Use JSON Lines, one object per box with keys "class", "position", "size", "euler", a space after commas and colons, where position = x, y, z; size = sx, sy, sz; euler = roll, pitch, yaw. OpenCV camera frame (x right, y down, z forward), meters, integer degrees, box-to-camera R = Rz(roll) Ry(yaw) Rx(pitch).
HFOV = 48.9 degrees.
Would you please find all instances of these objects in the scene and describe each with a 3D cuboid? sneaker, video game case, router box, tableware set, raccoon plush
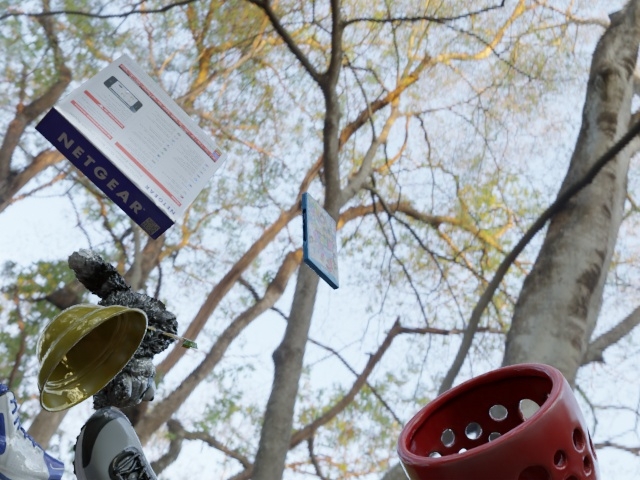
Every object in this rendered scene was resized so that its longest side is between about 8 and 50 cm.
{"class": "sneaker", "position": [-0.245, 0.347, 0.950], "size": [0.108, 0.100, 0.271], "euler": [-9, -77, 32]}
{"class": "video game case", "position": [0.000, 0.000, 1.383], "size": [0.015, 0.166, 0.119], "euler": [-20, -41, 22]}
{"class": "router box", "position": [-0.398, -0.214, 1.549], "size": [0.082, 0.301, 0.335], "euler": [-34, -72, 35]}
{"class": "sneaker", "position": [-0.664, 0.403, 1.478], "size": [0.127, 0.182, 0.315], "euler": [-2, -28, 47]}
{"class": "tableware set", "position": [-0.350, 0.213, 1.563], "size": [0.154, 0.024, 0.104], "euler": [24, -11, -27]}
{"class": "raccoon plush", "position": [-0.614, 0.272, 1.971], "size": [0.446, 0.299, 0.216], "euler": [37, -50, -1]}

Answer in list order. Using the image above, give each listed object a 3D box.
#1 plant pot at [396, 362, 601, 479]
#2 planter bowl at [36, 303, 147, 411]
{"class": "plant pot", "position": [0.197, 0.248, 0.734], "size": [0.191, 0.191, 0.174], "euler": [-23, -85, 29]}
{"class": "planter bowl", "position": [-0.399, 0.171, 1.167], "size": [0.090, 0.217, 0.217], "euler": [39, -50, 16]}
